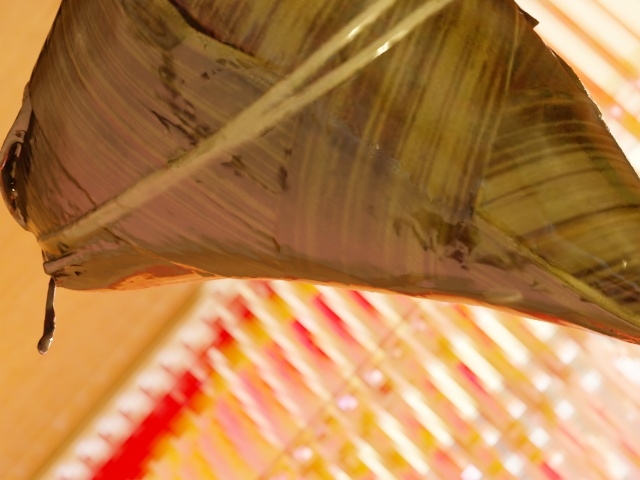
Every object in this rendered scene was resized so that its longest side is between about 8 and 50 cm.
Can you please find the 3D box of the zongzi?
[{"bbox_3d":[0.000,0.000,0.490,0.084,0.187,0.184,-31,-105,-35],"label":"zongzi"}]
